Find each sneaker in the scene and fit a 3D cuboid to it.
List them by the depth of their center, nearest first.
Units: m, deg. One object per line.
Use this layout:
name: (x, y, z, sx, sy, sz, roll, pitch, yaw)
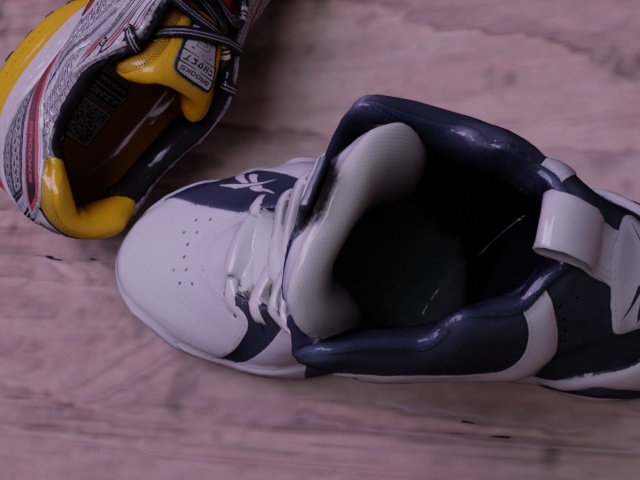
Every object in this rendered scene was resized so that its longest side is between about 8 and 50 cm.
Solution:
sneaker: (0.000, 0.000, 0.411, 0.234, 0.153, 0.094, 12, 79, 29)
sneaker: (-0.053, -0.095, 0.499, 0.225, 0.088, 0.093, -57, 38, 10)
